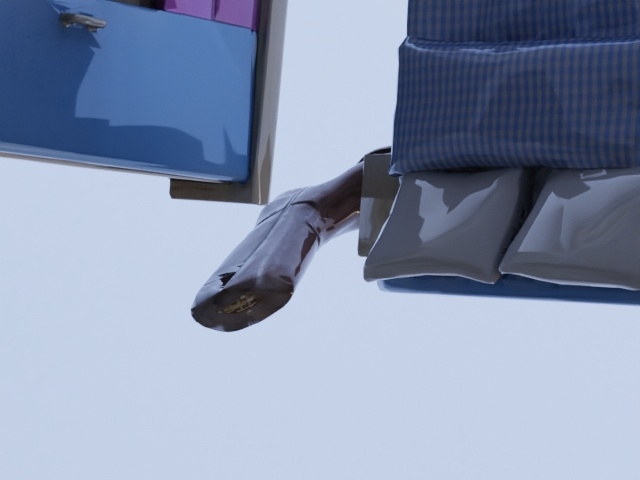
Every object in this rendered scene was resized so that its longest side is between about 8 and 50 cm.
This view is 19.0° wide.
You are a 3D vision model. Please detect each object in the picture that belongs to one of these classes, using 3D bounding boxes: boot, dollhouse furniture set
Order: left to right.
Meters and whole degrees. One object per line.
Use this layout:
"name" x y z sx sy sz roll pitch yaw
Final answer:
"boot" 0.000 0.000 0.897 0.106 0.114 0.037 -21 -75 29
"dollhouse furniture set" 0.003 -0.129 0.581 0.303 0.198 0.286 4 -91 42
